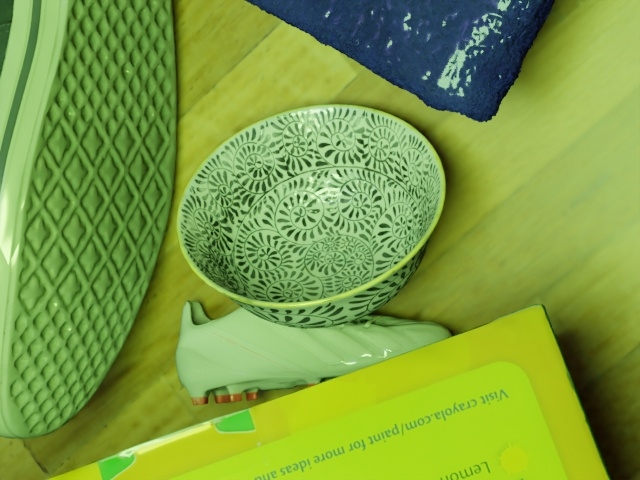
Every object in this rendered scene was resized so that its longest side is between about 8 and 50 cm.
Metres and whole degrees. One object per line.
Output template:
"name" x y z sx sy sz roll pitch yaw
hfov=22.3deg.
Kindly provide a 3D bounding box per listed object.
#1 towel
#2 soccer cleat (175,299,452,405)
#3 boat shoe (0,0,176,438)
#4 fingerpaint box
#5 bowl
"towel" 0.080 -0.249 0.958 0.228 0.076 0.308 33 105 22
"soccer cleat" -0.009 0.063 1.072 0.196 0.068 0.076 -8 84 22
"boat shoe" -0.199 -0.123 1.064 0.156 0.187 0.500 2 93 26
"fingerpaint box" -0.018 0.291 0.938 0.445 0.163 0.371 -20 76 -1
"bowl" 0.000 0.000 1.035 0.170 0.170 0.080 7 141 20
